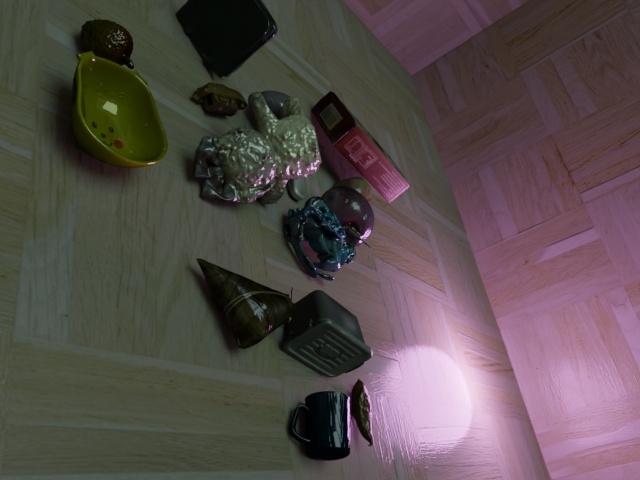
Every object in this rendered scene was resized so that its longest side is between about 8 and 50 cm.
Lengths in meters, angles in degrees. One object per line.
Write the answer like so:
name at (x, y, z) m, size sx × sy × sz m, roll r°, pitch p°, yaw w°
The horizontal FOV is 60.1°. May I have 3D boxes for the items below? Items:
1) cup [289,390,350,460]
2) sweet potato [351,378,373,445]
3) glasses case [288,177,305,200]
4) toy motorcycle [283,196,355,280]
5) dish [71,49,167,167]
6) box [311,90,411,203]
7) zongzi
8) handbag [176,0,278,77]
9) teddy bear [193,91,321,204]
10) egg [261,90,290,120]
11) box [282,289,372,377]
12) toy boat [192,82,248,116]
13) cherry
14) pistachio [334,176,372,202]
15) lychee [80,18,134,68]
cup at (0.001, 0.463, 1.373) m, size 0.114 × 0.150 × 0.138 m, roll 83°, pitch 5°, yaw -51°
sweet potato at (0.118, 0.484, 1.572) m, size 0.068 × 0.059 × 0.206 m, roll 73°, pitch 4°, yaw -51°
glasses case at (-0.082, -0.207, 1.870) m, size 0.063 × 0.041 × 0.164 m, roll 30°, pitch 42°, yaw -43°
toy motorcycle at (0.000, 0.000, 1.737) m, size 0.206 × 0.154 × 0.260 m, roll -46°, pitch 112°, yaw -37°
dish at (-0.463, -0.264, 1.211) m, size 0.221 × 0.108 × 0.263 m, roll 12°, pitch 57°, yaw -56°
box at (0.161, -0.380, 2.244) m, size 0.385 × 0.122 × 0.345 m, roll 41°, pitch 16°, yaw -35°
zongzi at (-0.172, 0.121, 1.372) m, size 0.241 × 0.111 × 0.247 m, roll 58°, pitch 22°, yaw 5°
handbag at (-0.293, -0.672, 1.703) m, size 0.248 × 0.260 × 0.079 m, roll 55°, pitch 26°, yaw -5°
teddy bear at (-0.192, -0.258, 1.611) m, size 0.375 × 0.361 × 0.328 m, roll -122°, pitch -160°, yaw -62°
egg at (-0.140, -0.417, 1.848) m, size 0.198 × 0.146 × 0.147 m, roll 37°, pitch 36°, yaw -30°
box at (0.014, 0.253, 1.516) m, size 0.243 × 0.163 × 0.135 m, roll 39°, pitch 27°, yaw -36°
toy boat at (-0.297, -0.422, 1.682) m, size 0.226 × 0.068 × 0.088 m, roll -6°, pitch 76°, yaw -64°
cherry at (0.085, -0.085, 1.899) m, size 0.213 × 0.183 × 0.266 m, roll 59°, pitch 6°, yaw -30°
pistachio at (0.131, -0.181, 2.123) m, size 0.152 × 0.126 × 0.223 m, roll 29°, pitch 25°, yaw 10°
lychee at (-0.503, -0.466, 1.321) m, size 0.146 × 0.114 × 0.114 m, roll 41°, pitch 29°, yaw 1°
